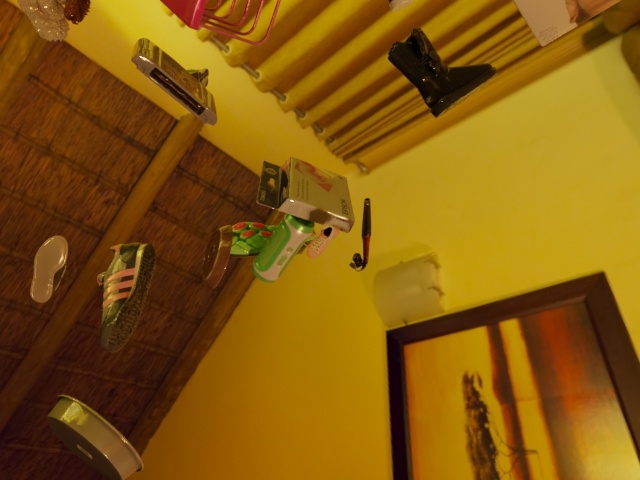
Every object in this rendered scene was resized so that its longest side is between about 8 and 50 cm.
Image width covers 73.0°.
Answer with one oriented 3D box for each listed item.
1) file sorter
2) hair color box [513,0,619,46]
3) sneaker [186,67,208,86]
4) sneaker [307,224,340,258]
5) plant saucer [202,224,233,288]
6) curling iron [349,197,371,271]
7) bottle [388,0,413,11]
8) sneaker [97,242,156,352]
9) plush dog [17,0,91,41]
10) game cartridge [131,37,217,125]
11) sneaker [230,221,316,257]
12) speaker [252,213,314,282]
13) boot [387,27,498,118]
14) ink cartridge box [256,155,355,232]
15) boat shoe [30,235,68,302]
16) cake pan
[{"bbox_3d":[-0.226,-0.586,0.956,0.182,0.202,0.291,1,-144,-41],"label":"file sorter"},{"bbox_3d":[0.381,-0.485,0.693,0.338,0.185,0.110,13,-119,-46],"label":"hair color box"},{"bbox_3d":[-0.592,-0.726,1.971,0.109,0.107,0.275,8,-153,-2],"label":"sneaker"},{"bbox_3d":[0.000,0.000,1.346,0.051,0.134,0.070,48,-171,15],"label":"sneaker"},{"bbox_3d":[-0.268,0.038,1.105,0.029,0.168,0.169,17,-127,-26],"label":"plant saucer"},{"bbox_3d":[0.130,-0.009,1.290,0.035,0.274,0.068,34,-132,29],"label":"curling iron"},{"bbox_3d":[0.181,-0.783,1.179,0.118,0.092,0.283,-137,26,-76],"label":"bottle"},{"bbox_3d":[-0.568,0.152,1.209,0.112,0.130,0.319,85,-169,-58],"label":"sneaker"},{"bbox_3d":[-0.711,-0.701,1.158,0.210,0.225,0.263,20,-108,-79],"label":"plush dog"},{"bbox_3d":[-0.456,-0.507,1.379,0.297,0.062,0.198,37,-155,-39],"label":"game cartridge"},{"bbox_3d":[-0.228,0.030,1.904,0.482,0.202,0.185,-5,-138,-38],"label":"sneaker"},{"bbox_3d":[-0.144,0.023,1.640,0.131,0.297,0.131,29,-153,-16],"label":"speaker"},{"bbox_3d":[0.300,-0.434,1.058,0.246,0.094,0.207,-35,-92,-25],"label":"boot"},{"bbox_3d":[-0.049,-0.184,1.531,0.329,0.072,0.324,19,-148,-16],"label":"ink cartridge box"},{"bbox_3d":[-0.767,0.074,1.233,0.075,0.206,0.065,21,-169,-14],"label":"boat shoe"},{"bbox_3d":[-0.589,0.521,1.118,0.293,0.293,0.054,54,-136,-14],"label":"cake pan"}]
